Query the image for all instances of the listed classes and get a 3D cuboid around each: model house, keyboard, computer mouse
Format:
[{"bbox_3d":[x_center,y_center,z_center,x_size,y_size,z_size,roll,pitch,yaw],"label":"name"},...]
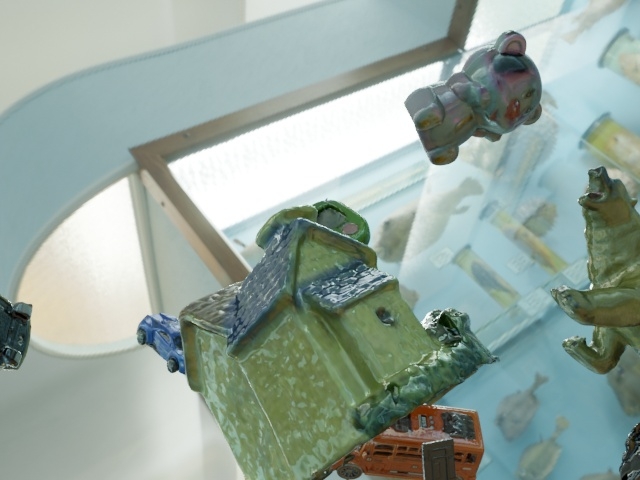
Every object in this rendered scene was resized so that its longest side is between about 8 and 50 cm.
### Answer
[{"bbox_3d":[0.007,0.117,0.758,0.261,0.266,0.321,-20,-22,-45],"label":"model house"},{"bbox_3d":[0.215,0.456,1.156,0.061,0.013,0.205,-6,-84,-12],"label":"keyboard"},{"bbox_3d":[0.688,0.450,1.313,0.146,0.077,0.242,28,-90,-15],"label":"computer mouse"}]

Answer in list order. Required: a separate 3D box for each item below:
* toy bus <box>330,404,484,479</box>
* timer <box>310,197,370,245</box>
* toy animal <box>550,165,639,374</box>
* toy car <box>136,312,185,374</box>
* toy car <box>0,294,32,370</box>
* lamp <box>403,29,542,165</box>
[{"bbox_3d":[0.177,0.431,1.404,0.329,0.143,0.153,7,-52,-1],"label":"toy bus"},{"bbox_3d":[0.000,0.000,0.979,0.140,0.128,0.047,-36,-45,-17],"label":"timer"},{"bbox_3d":[0.233,0.058,0.436,0.101,0.218,0.103,-46,-8,-4],"label":"toy animal"},{"bbox_3d":[-0.309,0.219,1.387,0.103,0.216,0.063,-3,-65,-48],"label":"toy car"},{"bbox_3d":[-0.523,0.101,0.910,0.124,0.101,0.257,-8,-35,10],"label":"toy car"},{"bbox_3d":[0.351,-0.331,1.497,0.301,0.247,0.247,-25,-53,10],"label":"lamp"}]
